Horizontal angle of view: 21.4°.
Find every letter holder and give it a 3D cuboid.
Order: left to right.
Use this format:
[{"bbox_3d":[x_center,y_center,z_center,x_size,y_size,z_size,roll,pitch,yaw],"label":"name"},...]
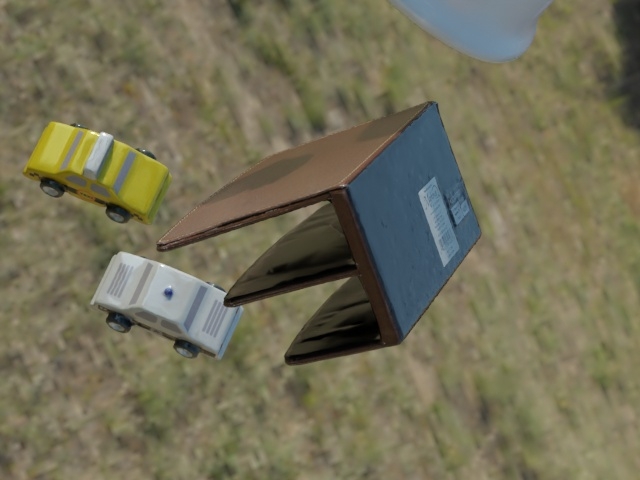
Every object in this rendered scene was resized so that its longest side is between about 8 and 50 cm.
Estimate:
[{"bbox_3d":[0.000,0.000,1.622,0.152,0.214,0.302,70,24,-12],"label":"letter holder"}]

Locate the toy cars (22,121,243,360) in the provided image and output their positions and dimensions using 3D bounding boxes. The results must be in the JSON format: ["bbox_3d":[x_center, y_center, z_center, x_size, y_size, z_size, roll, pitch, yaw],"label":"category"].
[{"bbox_3d":[-0.244,-0.011,2.197,0.393,0.176,0.087,61,-16,17],"label":"toy cars"}]

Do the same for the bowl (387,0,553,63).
[{"bbox_3d":[0.084,-0.266,1.031,0.298,0.134,0.297,37,34,-30],"label":"bowl"}]
